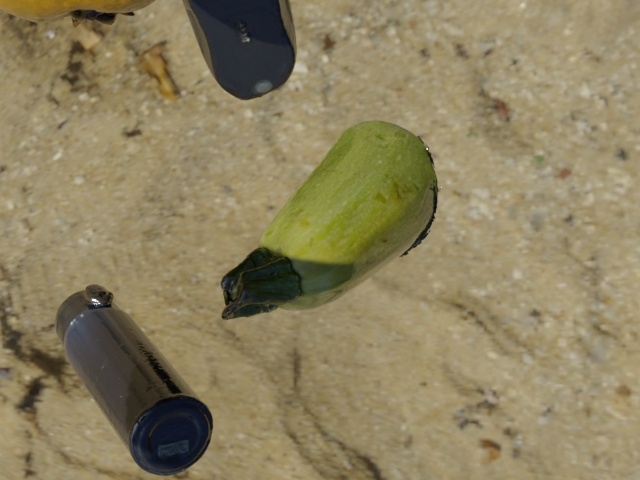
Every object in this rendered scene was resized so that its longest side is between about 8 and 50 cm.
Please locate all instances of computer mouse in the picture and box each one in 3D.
[{"bbox_3d":[-0.091,-0.261,1.407,0.122,0.073,0.217,-16,136,-2],"label":"computer mouse"}]

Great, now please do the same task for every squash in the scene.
[{"bbox_3d":[0.015,0.007,1.120,0.137,0.137,0.287,54,35,-12],"label":"squash"}]

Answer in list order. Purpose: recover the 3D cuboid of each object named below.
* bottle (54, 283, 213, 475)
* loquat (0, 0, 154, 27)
[{"bbox_3d":[-0.172,0.113,1.083,0.072,0.244,0.082,1,109,-30],"label":"bottle"},{"bbox_3d":[-0.212,-0.280,1.045,0.208,0.208,0.208,3,84,-27],"label":"loquat"}]
